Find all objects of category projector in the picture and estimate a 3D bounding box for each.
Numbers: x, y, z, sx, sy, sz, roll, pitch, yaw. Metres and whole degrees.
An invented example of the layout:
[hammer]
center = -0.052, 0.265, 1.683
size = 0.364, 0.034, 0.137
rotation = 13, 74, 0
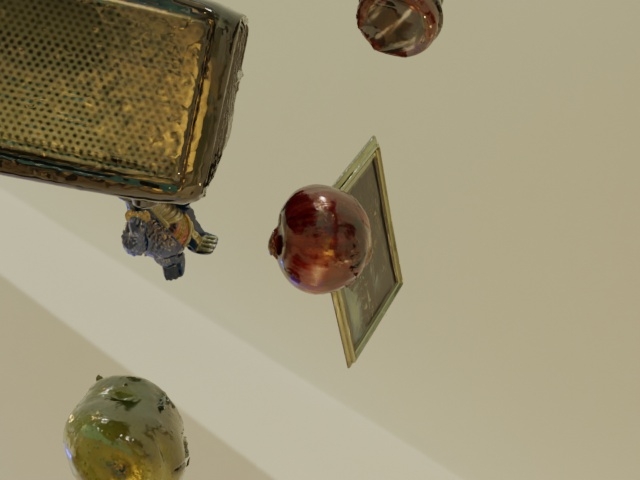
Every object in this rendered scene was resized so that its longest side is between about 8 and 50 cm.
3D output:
[projector]
center = -0.297, -0.200, 1.134
size = 0.395, 0.405, 0.242
rotation = -110, -148, -78

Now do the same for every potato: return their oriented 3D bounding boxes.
[potato]
center = -0.249, 0.263, 1.255
size = 0.248, 0.169, 0.143
rotation = -138, -108, -79

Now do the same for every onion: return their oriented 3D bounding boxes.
[onion]
center = 0.000, 0.000, 1.114
size = 0.131, 0.131, 0.131
rotation = -3, -95, 41

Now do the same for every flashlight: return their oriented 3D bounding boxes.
[flashlight]
center = 0.113, -0.297, 1.052
size = 0.093, 0.093, 0.232
rotation = -14, -143, 39

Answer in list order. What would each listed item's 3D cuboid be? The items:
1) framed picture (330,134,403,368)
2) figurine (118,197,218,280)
[framed picture]
center = 0.070, 0.018, 1.506
size = 0.019, 0.232, 0.296
rotation = 5, -53, 27
[figurine]
center = -0.296, -0.044, 1.735
size = 0.121, 0.164, 0.262
rotation = 38, -25, 39
